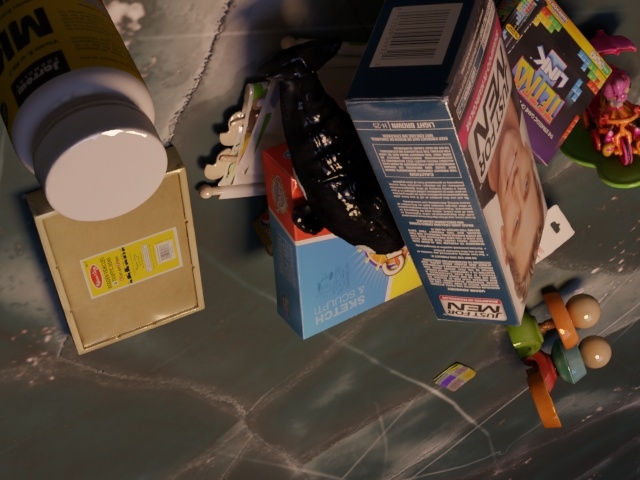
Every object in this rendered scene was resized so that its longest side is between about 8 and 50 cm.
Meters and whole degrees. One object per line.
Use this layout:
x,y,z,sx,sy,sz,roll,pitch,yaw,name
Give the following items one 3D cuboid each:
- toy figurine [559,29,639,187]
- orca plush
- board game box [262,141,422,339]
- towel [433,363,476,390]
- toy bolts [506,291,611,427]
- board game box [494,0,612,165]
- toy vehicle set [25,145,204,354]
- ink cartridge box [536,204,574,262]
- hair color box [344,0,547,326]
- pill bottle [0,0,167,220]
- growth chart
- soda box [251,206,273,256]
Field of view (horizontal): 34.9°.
0.360,-0.177,1.270,0.130,0.173,0.159,-15,133,7,toy figurine
0.045,-0.075,1.041,0.151,0.102,0.287,-29,131,-19,orca plush
0.090,-0.045,1.220,0.316,0.064,0.242,-23,132,-23,board game box
0.243,0.246,1.834,0.060,0.009,0.083,-39,145,13,towel
0.433,0.211,1.765,0.158,0.218,0.228,-21,154,10,toy bolts
0.237,-0.190,1.154,0.170,0.048,0.141,36,85,-35,board game box
-0.225,0.019,1.165,0.166,0.035,0.267,-19,144,-16,toy vehicle set
0.263,0.006,1.491,0.198,0.067,0.115,-35,146,10,ink cartridge box
0.145,-0.081,1.055,0.105,0.174,0.347,3,143,26,hair color box
-0.207,-0.123,0.843,0.119,0.208,0.119,-21,145,-15,pill bottle
-0.032,-0.131,1.133,0.172,0.021,0.237,1,135,-37,growth chart
0.000,0.000,1.292,0.061,0.058,0.181,-44,144,20,soda box
